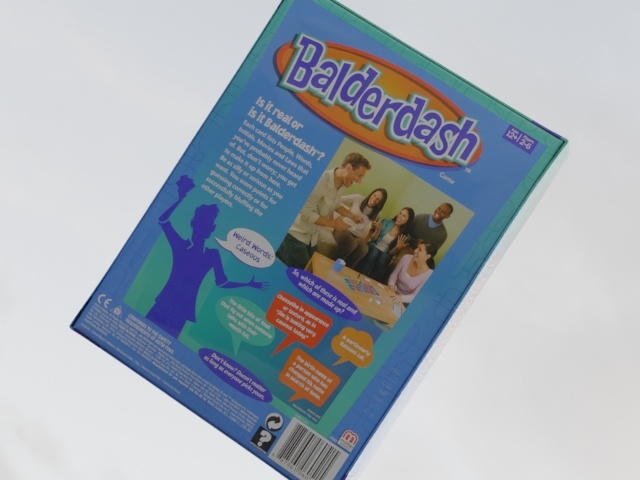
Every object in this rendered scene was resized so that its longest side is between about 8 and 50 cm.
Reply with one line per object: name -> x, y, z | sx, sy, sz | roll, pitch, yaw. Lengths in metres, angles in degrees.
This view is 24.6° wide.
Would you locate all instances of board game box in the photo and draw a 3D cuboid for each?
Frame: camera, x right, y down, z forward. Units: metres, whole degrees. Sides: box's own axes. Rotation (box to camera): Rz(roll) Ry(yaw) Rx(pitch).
board game box -> 0.000, 0.000, 0.728 | 0.160, 0.210, 0.047 | 34, 1, 12
